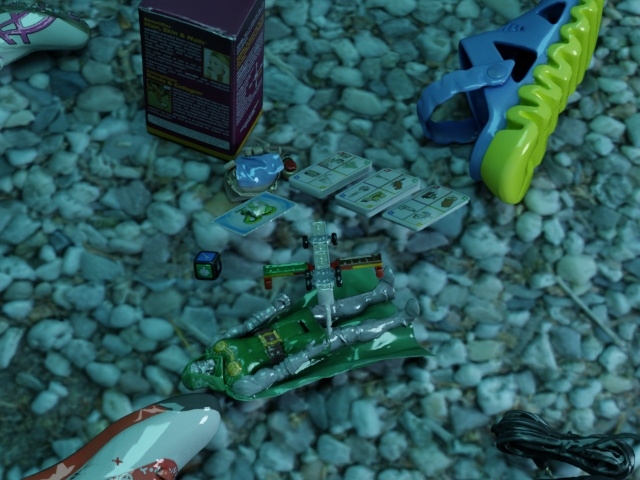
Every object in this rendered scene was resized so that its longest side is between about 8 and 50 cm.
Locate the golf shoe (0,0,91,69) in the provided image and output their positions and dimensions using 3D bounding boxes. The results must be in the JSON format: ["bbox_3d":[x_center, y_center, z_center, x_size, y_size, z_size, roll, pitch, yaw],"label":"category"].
[{"bbox_3d":[-0.338,-0.212,1.746,0.186,0.067,0.086,4,86,-6],"label":"golf shoe"}]

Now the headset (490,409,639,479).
[{"bbox_3d":[0.180,0.279,1.321,0.185,0.243,0.394,18,36,13],"label":"headset"}]

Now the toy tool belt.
[{"bbox_3d":[-0.059,-0.073,1.659,0.083,0.051,0.052,-18,57,-16],"label":"toy tool belt"}]

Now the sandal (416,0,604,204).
[{"bbox_3d":[0.204,-0.188,1.719,0.138,0.126,0.317,21,54,17],"label":"sandal"}]

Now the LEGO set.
[{"bbox_3d":[0.000,0.000,1.582,0.182,0.060,0.244,22,40,40],"label":"LEGO set"}]

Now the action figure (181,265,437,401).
[{"bbox_3d":[-0.023,0.093,1.534,0.232,0.063,0.137,-21,47,-21],"label":"action figure"}]

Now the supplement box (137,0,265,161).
[{"bbox_3d":[-0.117,-0.180,1.648,0.104,0.188,0.081,19,55,11],"label":"supplement box"}]

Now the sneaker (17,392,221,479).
[{"bbox_3d":[-0.179,0.246,1.401,0.270,0.090,0.145,-26,61,-16],"label":"sneaker"}]
